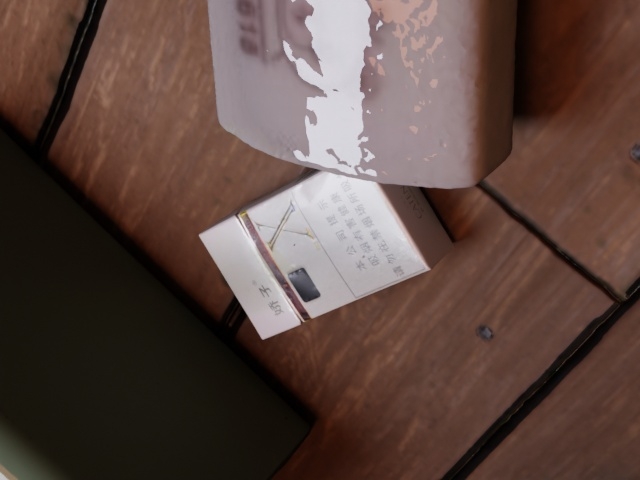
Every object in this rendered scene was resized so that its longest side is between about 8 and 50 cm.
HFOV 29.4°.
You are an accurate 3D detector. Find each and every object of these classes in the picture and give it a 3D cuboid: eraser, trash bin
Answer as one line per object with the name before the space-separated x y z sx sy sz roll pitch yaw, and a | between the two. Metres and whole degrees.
eraser | 0.017 -0.172 0.617 0.174 0.095 0.270 17 124 30
trash bin | -0.204 0.105 0.864 0.343 0.223 0.158 41 133 5

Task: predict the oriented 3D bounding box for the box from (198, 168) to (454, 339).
box | 0.000 0.000 0.768 0.154 0.040 0.084 -26 101 41
